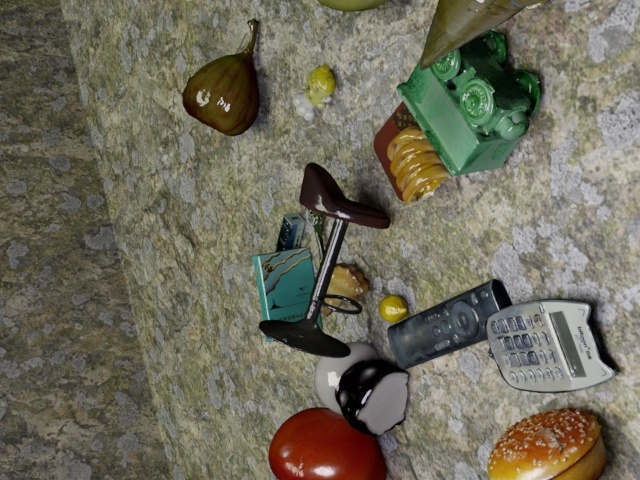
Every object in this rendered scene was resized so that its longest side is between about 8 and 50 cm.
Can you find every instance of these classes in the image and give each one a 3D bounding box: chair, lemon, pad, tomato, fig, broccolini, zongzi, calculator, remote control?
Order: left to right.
[{"bbox_3d":[-0.240,-0.458,2.209,0.217,0.217,0.321,41,108,44],"label":"fig"},{"bbox_3d":[0.000,0.000,2.071,0.054,0.051,0.239,-54,-44,-74],"label":"broccolini"},{"bbox_3d":[0.018,0.042,1.822,0.226,0.226,0.401,24,101,52],"label":"chair"},{"bbox_3d":[0.026,0.537,1.974,0.298,0.298,0.226,-5,52,57],"label":"tomato"},{"bbox_3d":[0.168,0.156,1.828,0.092,0.065,0.065,8,105,61],"label":"lemon"},{"bbox_3d":[0.205,-0.219,1.729,0.267,0.004,0.181,-51,57,49],"label":"pad"},{"bbox_3d":[0.267,0.186,1.704,0.377,0.044,0.107,-35,76,55],"label":"remote control"},{"bbox_3d":[0.243,-0.492,1.311,0.360,0.160,0.323,-28,90,33],"label":"zongzi"},{"bbox_3d":[0.407,0.194,1.464,0.268,0.040,0.177,-18,91,49],"label":"calculator"}]

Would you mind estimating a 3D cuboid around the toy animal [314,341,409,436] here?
[{"bbox_3d":[0.088,0.344,1.909,0.235,0.165,0.187,28,118,53],"label":"toy animal"}]

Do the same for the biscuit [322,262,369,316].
[{"bbox_3d":[0.060,0.112,1.987,0.183,0.061,0.118,-32,70,53],"label":"biscuit"}]

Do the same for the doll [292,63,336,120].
[{"bbox_3d":[-0.015,-0.363,1.972,0.162,0.062,0.106,-45,56,53],"label":"doll"}]

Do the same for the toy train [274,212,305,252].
[{"bbox_3d":[-0.095,0.030,2.208,0.052,0.051,0.234,51,141,37],"label":"toy train"}]

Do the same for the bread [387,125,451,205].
[{"bbox_3d":[0.199,-0.154,1.678,0.119,0.084,0.177,-52,52,48],"label":"bread"}]

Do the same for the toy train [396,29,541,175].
[{"bbox_3d":[0.277,-0.267,1.478,0.266,0.145,0.202,63,146,26],"label":"toy train"}]

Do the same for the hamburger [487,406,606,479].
[{"bbox_3d":[0.396,0.385,1.409,0.147,0.237,0.237,54,141,10],"label":"hamburger"}]

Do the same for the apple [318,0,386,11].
[{"bbox_3d":[0.069,-0.604,1.638,0.279,0.279,0.279,21,115,53],"label":"apple"}]

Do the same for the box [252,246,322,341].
[{"bbox_3d":[-0.086,0.140,2.121,0.041,0.162,0.229,-8,92,57],"label":"box"}]
